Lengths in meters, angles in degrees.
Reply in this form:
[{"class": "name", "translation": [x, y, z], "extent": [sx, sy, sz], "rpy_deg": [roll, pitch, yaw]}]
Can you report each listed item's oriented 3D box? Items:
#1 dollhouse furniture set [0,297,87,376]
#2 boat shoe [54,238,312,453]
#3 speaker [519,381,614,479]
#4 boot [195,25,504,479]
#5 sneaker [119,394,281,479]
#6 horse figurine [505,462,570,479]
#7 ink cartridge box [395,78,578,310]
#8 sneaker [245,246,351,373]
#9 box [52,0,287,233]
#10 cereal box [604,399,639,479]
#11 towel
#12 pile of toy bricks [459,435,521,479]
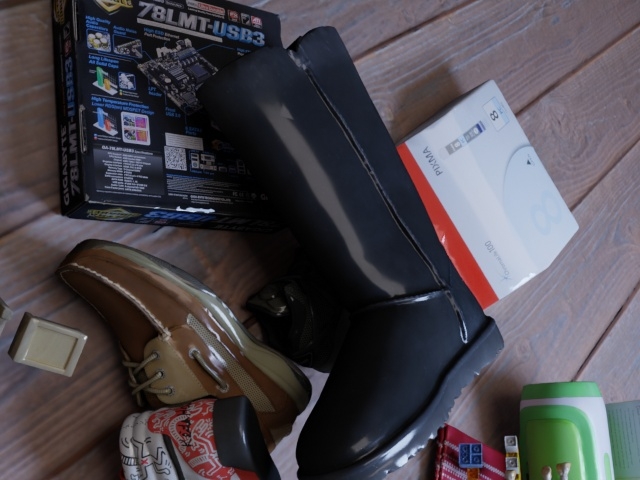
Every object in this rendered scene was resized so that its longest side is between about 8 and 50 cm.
[{"class": "dollhouse furniture set", "translation": [-0.339, 0.122, 0.698], "extent": [0.181, 0.101, 0.161], "rpy_deg": [25, 84, -32]}, {"class": "boat shoe", "translation": [-0.144, 0.127, 0.821], "extent": [0.324, 0.122, 0.120], "rpy_deg": [41, 58, -22]}, {"class": "speaker", "translation": [0.365, 0.361, 1.126], "extent": [0.131, 0.131, 0.297], "rpy_deg": [10, 72, -38]}, {"class": "boot", "translation": [0.001, -0.001, 0.852], "extent": [0.367, 0.146, 0.445], "rpy_deg": [-32, 96, -52]}, {"class": "sneaker", "translation": [-0.121, 0.271, 0.813], "extent": [0.090, 0.144, 0.270], "rpy_deg": [-91, 171, -53]}, {"class": "horse figurine", "translation": [0.298, 0.371, 0.961], "extent": [0.263, 0.066, 0.175], "rpy_deg": [19, 60, -53]}, {"class": "ink cartridge box", "translation": [0.242, -0.052, 1.234], "extent": [0.385, 0.091, 0.308], "rpy_deg": [-40, 101, -43]}, {"class": "sneaker", "translation": [-0.019, 0.044, 0.977], "extent": [0.130, 0.087, 0.228], "rpy_deg": [24, 65, -40]}, {"class": "box", "translation": [-0.168, -0.164, 0.935], "extent": [0.295, 0.073, 0.294], "rpy_deg": [3, 72, -39]}, {"class": "cereal box", "translation": [0.449, 0.336, 1.168], "extent": [0.047, 0.240, 0.173], "rpy_deg": [12, 67, -37]}, {"class": "towel", "translation": [0.215, 0.417, 1.083], "extent": [0.198, 0.031, 0.275], "rpy_deg": [32, 57, -28]}, {"class": "pile of toy bricks", "translation": [0.226, 0.378, 1.033], "extent": [0.105, 0.118, 0.212], "rpy_deg": [68, 23, -45]}]
